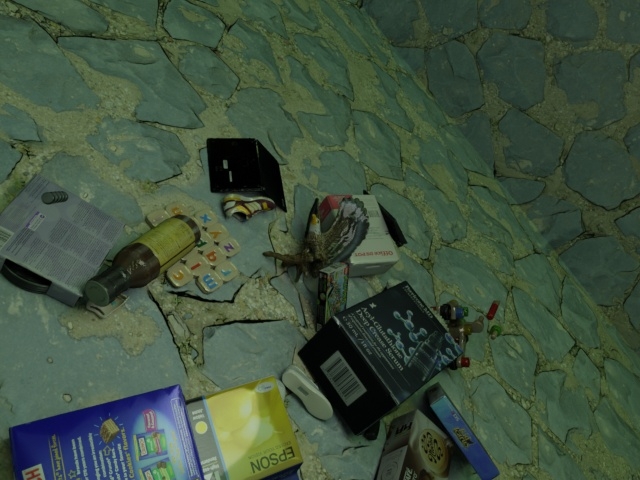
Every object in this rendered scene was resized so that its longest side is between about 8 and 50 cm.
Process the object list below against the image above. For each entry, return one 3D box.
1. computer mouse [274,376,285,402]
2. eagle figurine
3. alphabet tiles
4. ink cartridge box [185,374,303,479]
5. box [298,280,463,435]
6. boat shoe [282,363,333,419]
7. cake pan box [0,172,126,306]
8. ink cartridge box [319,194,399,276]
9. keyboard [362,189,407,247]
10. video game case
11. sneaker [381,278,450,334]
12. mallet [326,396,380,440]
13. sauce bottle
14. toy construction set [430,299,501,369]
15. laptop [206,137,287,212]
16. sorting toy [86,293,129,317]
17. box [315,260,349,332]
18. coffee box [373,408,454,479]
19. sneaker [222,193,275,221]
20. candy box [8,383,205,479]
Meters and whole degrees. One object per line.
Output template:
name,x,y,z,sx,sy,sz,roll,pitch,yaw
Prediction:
computer mouse,-0.134,0.433,1.409,0.106,0.042,0.193,35,41,-15
eagle figurine,0.002,-0.008,1.748,0.226,0.225,0.298,39,46,5
alphabet tiles,-0.365,0.017,1.551,0.284,0.021,0.278,51,39,2
ink cartridge box,-0.197,0.497,1.246,0.304,0.072,0.307,-8,63,-35
box,0.188,0.337,1.627,0.396,0.212,0.293,-18,64,-49
boat shoe,-0.033,0.418,1.503,0.184,0.066,0.063,41,22,-6
cake pan box,-0.631,-0.001,1.284,0.246,0.070,0.266,30,42,-18
ink cartridge box,0.129,-0.018,1.932,0.207,0.117,0.282,-3,61,-29
keyboard,0.248,-0.064,2.058,0.201,0.033,0.317,59,-1,-30
video game case,0.434,0.589,1.692,0.269,0.061,0.244,55,2,9
sneaker,0.310,0.277,1.858,0.293,0.146,0.102,47,32,24
mallet,0.091,0.514,1.561,0.190,0.039,0.062,30,39,-16
sauce bottle,-0.434,0.044,1.344,0.111,0.111,0.344,47,33,-3
toy construction set,0.514,0.290,1.942,0.257,0.309,0.237,58,34,-2
laptop,-0.251,-0.223,1.859,0.265,0.136,0.234,-3,57,-14
sorting toy,-0.517,0.144,1.294,0.083,0.045,0.075,38,48,-14
box,0.037,0.176,1.673,0.036,0.206,0.114,17,24,35
coffee box,0.260,0.657,1.529,0.168,0.119,0.297,44,39,-8
sneaker,-0.227,-0.096,1.743,0.186,0.070,0.083,3,66,-34
candy box,-0.404,0.452,1.041,0.317,0.122,0.268,-6,64,-33
